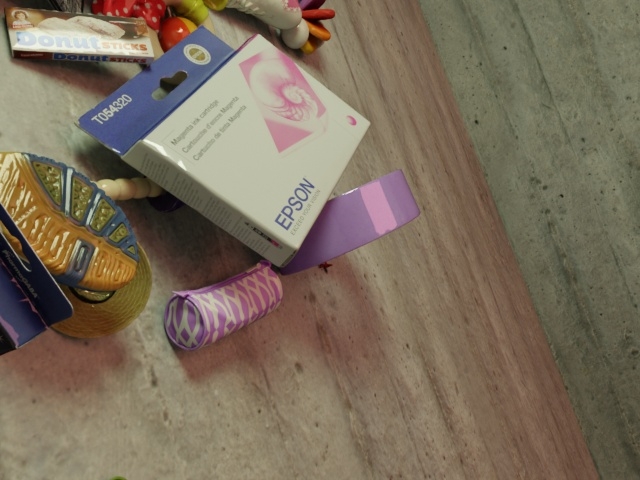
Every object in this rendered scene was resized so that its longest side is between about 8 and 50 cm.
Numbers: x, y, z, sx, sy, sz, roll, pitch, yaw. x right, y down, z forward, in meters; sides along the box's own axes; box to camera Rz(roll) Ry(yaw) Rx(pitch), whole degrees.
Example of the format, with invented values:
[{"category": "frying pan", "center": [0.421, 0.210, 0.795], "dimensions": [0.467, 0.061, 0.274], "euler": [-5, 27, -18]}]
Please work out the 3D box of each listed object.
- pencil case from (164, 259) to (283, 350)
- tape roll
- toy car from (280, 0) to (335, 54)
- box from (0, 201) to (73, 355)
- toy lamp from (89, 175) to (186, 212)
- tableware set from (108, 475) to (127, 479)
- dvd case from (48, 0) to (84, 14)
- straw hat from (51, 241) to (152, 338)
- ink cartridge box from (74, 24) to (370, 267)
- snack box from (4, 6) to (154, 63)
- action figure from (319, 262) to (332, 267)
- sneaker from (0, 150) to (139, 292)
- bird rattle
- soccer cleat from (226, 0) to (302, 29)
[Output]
[{"category": "pencil case", "center": [-0.136, 0.092, 0.759], "dimensions": [0.206, 0.086, 0.088], "euler": [-24, 126, -60]}, {"category": "tape roll", "center": [0.036, -0.033, 0.919], "dimensions": [0.275, 0.275, 0.090], "euler": [-29, 95, -58]}, {"category": "toy car", "center": [-0.035, -0.573, 1.275], "dimensions": [0.182, 0.136, 0.159], "euler": [64, 32, -7]}, {"category": "box", "center": [-0.304, 0.039, 0.406], "dimensions": [0.136, 0.225, 0.036], "euler": [61, 31, -11]}, {"category": "toy lamp", "center": [-0.267, -0.065, 0.672], "dimensions": [0.274, 0.080, 0.080], "euler": [-19, 88, -56]}, {"category": "tableware set", "center": [-0.246, 0.318, 0.515], "dimensions": [0.154, 0.024, 0.104], "euler": [-18, 86, -58]}, {"category": "dvd case", "center": [-0.368, -0.408, 0.668], "dimensions": [0.221, 0.018, 0.164], "euler": [87, -4, -67]}, {"category": "straw hat", "center": [-0.270, 0.039, 0.610], "dimensions": [0.144, 0.144, 0.061], "euler": [61, -10, -11]}, {"category": "ink cartridge box", "center": [-0.113, -0.173, 0.750], "dimensions": [0.330, 0.071, 0.324], "euler": [36, 49, -10]}, {"category": "snack box", "center": [-0.326, -0.279, 0.698], "dimensions": [0.178, 0.022, 0.064], "euler": [-10, 79, -32]}, {"category": "action figure", "center": [0.000, 0.000, 1.082], "dimensions": [0.038, 0.030, 0.115], "euler": [-1, 70, -51]}, {"category": "sneaker", "center": [-0.328, -0.028, 0.496], "dimensions": [0.296, 0.131, 0.112], "euler": [35, 44, -32]}, {"category": "bird rattle", "center": [-0.247, -0.365, 0.847], "dimensions": [0.253, 0.143, 0.207], "euler": [-47, 127, -53]}, {"category": "soccer cleat", "center": [-0.175, -0.536, 1.088], "dimensions": [0.331, 0.116, 0.143], "euler": [29, 64, -43]}]
